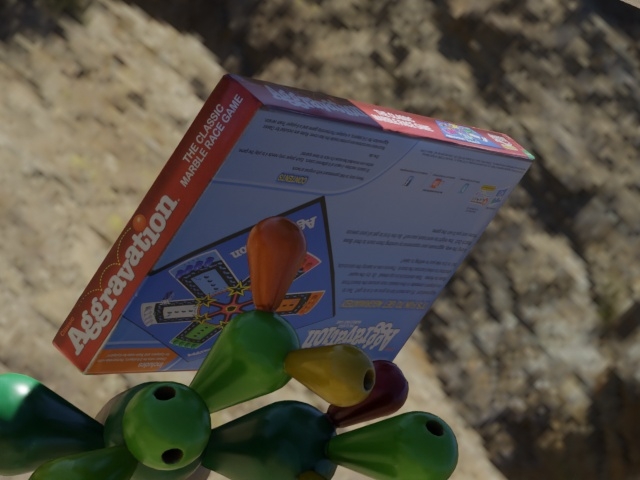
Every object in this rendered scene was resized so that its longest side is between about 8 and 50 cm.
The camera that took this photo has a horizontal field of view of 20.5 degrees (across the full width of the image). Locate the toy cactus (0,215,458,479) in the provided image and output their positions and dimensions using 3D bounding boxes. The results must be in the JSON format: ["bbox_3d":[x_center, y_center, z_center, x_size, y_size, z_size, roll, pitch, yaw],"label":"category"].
[{"bbox_3d":[-0.066,0.063,0.648,0.180,0.219,0.112,117,-32,-77],"label":"toy cactus"}]

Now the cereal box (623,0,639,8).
[{"bbox_3d":[0.080,-0.187,0.707,0.173,0.047,0.240,25,-15,12],"label":"cereal box"}]

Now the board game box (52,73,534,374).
[{"bbox_3d":[0.000,0.000,0.858,0.027,0.145,0.281,41,17,25],"label":"board game box"}]
